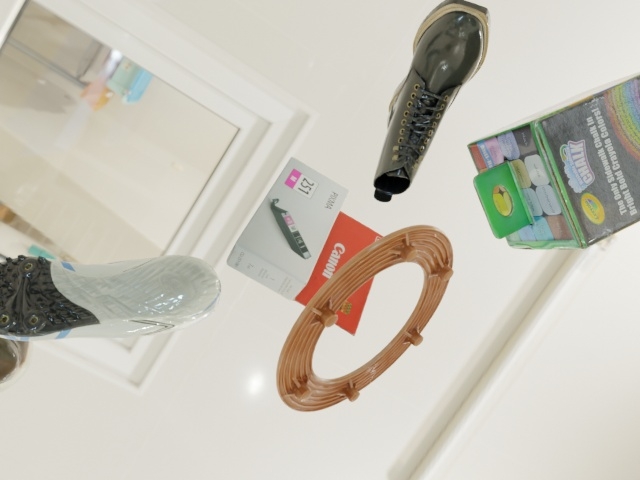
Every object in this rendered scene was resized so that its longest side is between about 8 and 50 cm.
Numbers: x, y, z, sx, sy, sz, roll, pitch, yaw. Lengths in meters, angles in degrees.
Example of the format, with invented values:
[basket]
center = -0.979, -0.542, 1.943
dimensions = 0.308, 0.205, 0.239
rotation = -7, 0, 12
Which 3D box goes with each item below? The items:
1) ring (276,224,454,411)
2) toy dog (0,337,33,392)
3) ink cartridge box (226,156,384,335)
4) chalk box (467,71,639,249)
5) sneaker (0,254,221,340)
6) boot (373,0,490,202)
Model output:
[ring]
center = 0.079, 0.125, 0.879
dimensions = 0.032, 0.337, 0.336
rotation = 43, -75, 34
[toy dog]
center = -0.653, 0.163, 0.910
dimensions = 0.284, 0.408, 0.395
rotation = 140, -61, -65
[ink cartridge box]
center = 0.000, 0.000, 1.047
dimensions = 0.060, 0.239, 0.275
rotation = -57, -175, 41
[chalk box]
center = 0.249, -0.071, 0.622
dimensions = 0.213, 0.132, 0.132
rotation = -23, -175, -12
[sneaker]
center = -0.215, 0.060, 0.584
dimensions = 0.086, 0.238, 0.085
rotation = 112, -26, -61
[boot]
center = 0.111, -0.133, 0.630
dimensions = 0.198, 0.077, 0.137
rotation = 106, 3, -65
